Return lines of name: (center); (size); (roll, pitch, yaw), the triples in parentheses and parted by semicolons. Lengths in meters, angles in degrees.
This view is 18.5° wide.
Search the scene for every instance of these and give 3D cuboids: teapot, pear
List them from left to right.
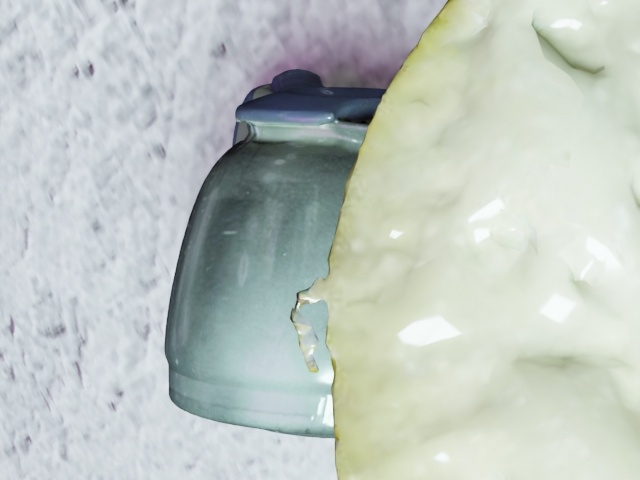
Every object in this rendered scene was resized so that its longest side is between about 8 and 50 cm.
teapot: (0.010, 0.001, 0.628); (0.111, 0.149, 0.108); (2, 97, 9)
pear: (0.127, 0.053, 0.451); (0.267, 0.267, 0.178); (50, 172, 20)
